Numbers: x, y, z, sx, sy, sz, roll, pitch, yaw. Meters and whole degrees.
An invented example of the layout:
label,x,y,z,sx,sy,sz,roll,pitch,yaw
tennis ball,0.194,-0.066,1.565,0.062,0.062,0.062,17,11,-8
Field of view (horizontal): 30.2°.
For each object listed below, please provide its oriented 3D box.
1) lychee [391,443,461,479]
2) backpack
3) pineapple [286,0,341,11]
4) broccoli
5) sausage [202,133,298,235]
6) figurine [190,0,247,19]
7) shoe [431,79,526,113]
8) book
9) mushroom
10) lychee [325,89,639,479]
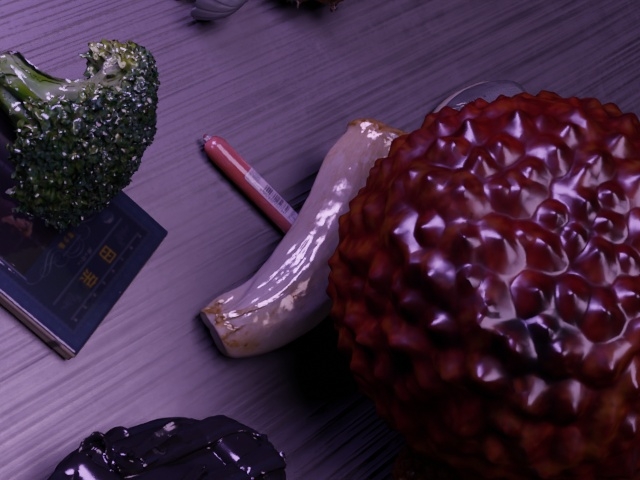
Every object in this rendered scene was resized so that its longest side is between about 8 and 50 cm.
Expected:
label,x,y,z,sx,sy,sz,roll,pitch,yaw
lychee,0.166,0.299,1.371,0.188,0.188,0.188,12,68,-30
backpack,-0.148,0.258,1.172,0.206,0.133,0.258,38,37,27
pineapple,0.002,-0.381,1.473,0.225,0.225,0.076,39,23,-17
broccoli,-0.268,-0.132,1.218,0.194,0.194,0.220,45,77,-13
sausage,-0.061,-0.046,1.420,0.223,0.029,0.029,46,55,-12
figurine,-0.127,-0.311,1.432,0.086,0.094,0.082,-18,72,-31
shoe,0.212,-0.119,1.540,0.132,0.171,0.336,47,55,-11
book,-0.310,-0.030,1.251,0.269,0.025,0.191,43,55,-14
mushroom,0.000,0.000,1.378,0.122,0.095,0.351,37,67,3
lychee,0.215,0.038,1.242,0.424,0.424,0.500,19,32,-28
